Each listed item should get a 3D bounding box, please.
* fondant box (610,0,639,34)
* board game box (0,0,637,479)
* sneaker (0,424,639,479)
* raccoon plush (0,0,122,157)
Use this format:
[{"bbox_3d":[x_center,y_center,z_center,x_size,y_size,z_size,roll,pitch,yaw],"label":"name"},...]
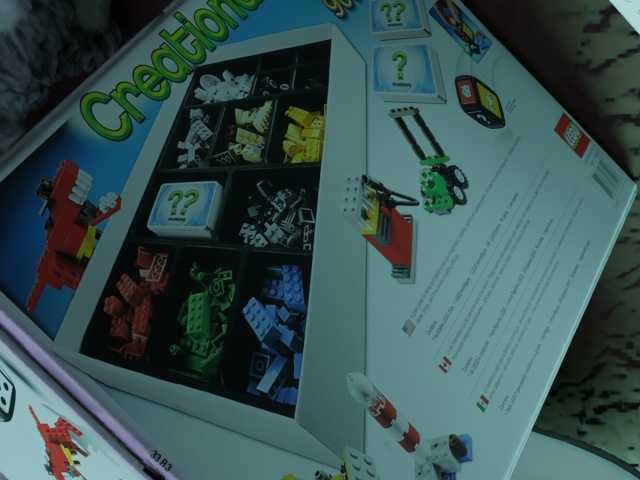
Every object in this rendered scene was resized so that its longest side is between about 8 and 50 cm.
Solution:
[{"bbox_3d":[0.264,-0.055,0.504,0.330,0.096,0.238,46,148,-9],"label":"fondant box"},{"bbox_3d":[0.000,0.000,0.567,0.193,0.305,0.053,45,129,-7],"label":"board game box"},{"bbox_3d":[-0.073,0.155,0.627,0.448,0.257,0.169,15,129,1],"label":"sneaker"},{"bbox_3d":[-0.286,-0.137,0.733,0.299,0.216,0.446,47,157,-25],"label":"raccoon plush"}]
